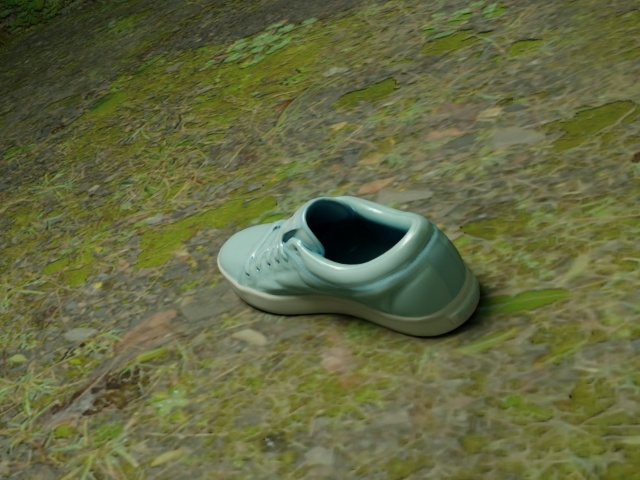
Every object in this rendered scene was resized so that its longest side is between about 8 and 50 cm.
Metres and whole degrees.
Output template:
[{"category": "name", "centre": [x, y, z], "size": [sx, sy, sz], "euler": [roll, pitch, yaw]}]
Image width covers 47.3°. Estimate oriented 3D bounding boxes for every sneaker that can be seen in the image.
[{"category": "sneaker", "centre": [0.000, 0.000, 0.832], "size": [0.366, 0.150, 0.135], "euler": [4, 48, 40]}]
